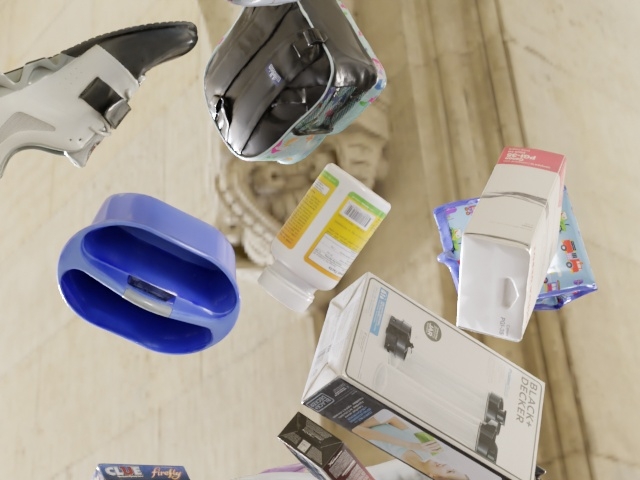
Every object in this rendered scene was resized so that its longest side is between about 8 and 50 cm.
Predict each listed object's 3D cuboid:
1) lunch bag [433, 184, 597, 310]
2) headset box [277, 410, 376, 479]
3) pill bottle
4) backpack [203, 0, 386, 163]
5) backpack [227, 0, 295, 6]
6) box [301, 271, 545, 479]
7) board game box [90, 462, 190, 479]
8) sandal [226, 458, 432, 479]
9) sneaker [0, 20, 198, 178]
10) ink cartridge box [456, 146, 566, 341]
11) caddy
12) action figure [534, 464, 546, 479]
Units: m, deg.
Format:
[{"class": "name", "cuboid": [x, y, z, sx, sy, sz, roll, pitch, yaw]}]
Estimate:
[{"class": "lunch bag", "cuboid": [0.358, 0.024, 2.167, 0.293, 0.221, 0.138, -4, -19, -29]}, {"class": "headset box", "cuboid": [0.008, 0.195, 0.991, 0.062, 0.032, 0.083, 27, -19, 44]}, {"class": "pill bottle", "cuboid": [0.000, 0.000, 1.961, 0.136, 0.136, 0.246, 31, -84, -44]}, {"class": "backpack", "cuboid": [-0.047, -0.238, 1.640, 0.191, 0.225, 0.253, 1, -37, -50]}, {"class": "backpack", "cuboid": [-0.085, -0.395, 1.250, 0.213, 0.263, 0.276, -51, -11, 23]}, {"class": "box", "cuboid": [0.133, 0.186, 1.375, 0.290, 0.169, 0.087, 34, -44, -16]}, {"class": "board game box", "cuboid": [-0.345, 0.494, 1.949, 0.165, 0.042, 0.243, 10, -63, -34]}, {"class": "sandal", "cuboid": [0.003, 0.365, 1.595, 0.416, 0.102, 0.169, -3, -57, -12]}, {"class": "sneaker", "cuboid": [-0.295, -0.174, 1.422, 0.330, 0.146, 0.122, -24, 5, -9]}, {"class": "ink cartridge box", "cuboid": [0.326, 0.001, 1.903, 0.117, 0.283, 0.207, 12, -52, 18]}, {"class": "caddy", "cuboid": [-0.309, 0.071, 2.050, 0.341, 0.179, 0.241, 26, -63, -16]}, {"class": "action figure", "cuboid": [0.223, 0.429, 1.766, 0.275, 0.141, 0.164, -43, -27, -6]}]
